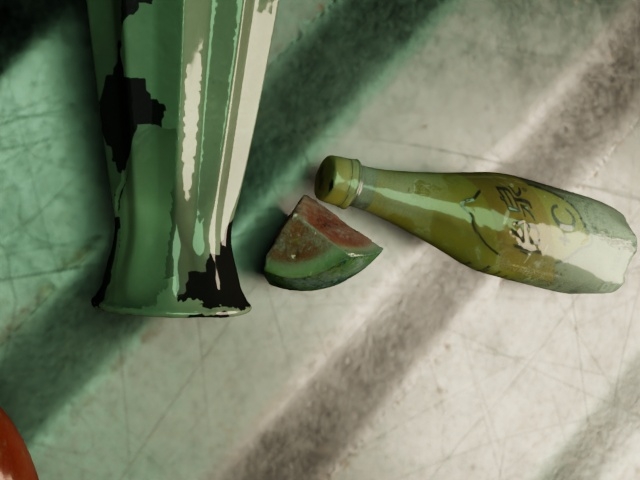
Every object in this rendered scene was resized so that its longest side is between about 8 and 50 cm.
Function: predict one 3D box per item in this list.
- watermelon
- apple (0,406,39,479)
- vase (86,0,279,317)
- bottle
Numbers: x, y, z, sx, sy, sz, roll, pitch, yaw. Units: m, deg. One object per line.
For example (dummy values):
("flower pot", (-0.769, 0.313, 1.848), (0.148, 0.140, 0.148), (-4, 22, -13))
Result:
("watermelon", (0.001, 0.003, 1.109), (0.092, 0.084, 0.072), (-9, 104, -3))
("apple", (-0.298, 0.196, 0.910), (0.260, 0.216, 0.261), (0, 91, -25))
("vase", (-0.098, -0.130, 1.037), (0.165, 0.165, 0.360), (1, 95, -24))
("bottle", (0.122, -0.019, 1.164), (0.269, 0.083, 0.083), (16, 84, -22))
